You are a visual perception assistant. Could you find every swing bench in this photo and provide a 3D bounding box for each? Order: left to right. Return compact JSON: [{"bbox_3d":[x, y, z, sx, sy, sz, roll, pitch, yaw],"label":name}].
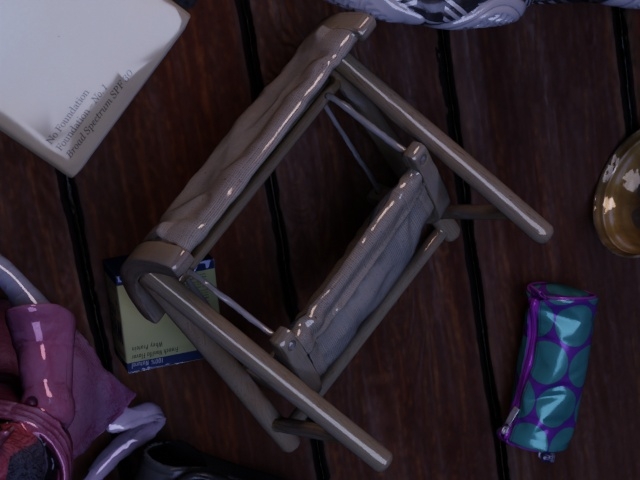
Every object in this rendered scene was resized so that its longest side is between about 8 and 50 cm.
[{"bbox_3d":[0.000,0.000,1.526,0.255,0.165,0.253,46,69,-21],"label":"swing bench"}]

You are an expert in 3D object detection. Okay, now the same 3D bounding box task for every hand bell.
[{"bbox_3d":[0.368,-0.003,1.719,0.242,0.126,0.126,25,96,-33],"label":"hand bell"}]

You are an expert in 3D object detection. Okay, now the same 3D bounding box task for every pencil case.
[{"bbox_3d":[0.198,0.112,1.705,0.070,0.064,0.152,1,105,-35],"label":"pencil case"}]

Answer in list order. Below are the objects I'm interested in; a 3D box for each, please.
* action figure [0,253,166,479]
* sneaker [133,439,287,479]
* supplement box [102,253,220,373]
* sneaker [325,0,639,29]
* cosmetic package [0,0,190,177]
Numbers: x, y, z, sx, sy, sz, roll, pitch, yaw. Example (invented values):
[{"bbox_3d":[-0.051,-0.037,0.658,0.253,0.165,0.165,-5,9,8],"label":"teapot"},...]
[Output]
[{"bbox_3d":[-0.248,0.158,1.409,0.276,0.370,0.248,44,84,-17],"label":"action figure"},{"bbox_3d":[-0.189,0.299,1.592,0.447,0.169,0.257,-13,106,-23],"label":"sneaker"},{"bbox_3d":[-0.128,0.054,1.590,0.083,0.056,0.083,-11,107,-15],"label":"supplement box"},{"bbox_3d":[0.162,-0.286,1.549,0.366,0.137,0.210,-8,106,-21],"label":"sneaker"},{"bbox_3d":[-0.270,-0.201,1.446,0.309,0.113,0.160,34,93,-24],"label":"cosmetic package"}]
